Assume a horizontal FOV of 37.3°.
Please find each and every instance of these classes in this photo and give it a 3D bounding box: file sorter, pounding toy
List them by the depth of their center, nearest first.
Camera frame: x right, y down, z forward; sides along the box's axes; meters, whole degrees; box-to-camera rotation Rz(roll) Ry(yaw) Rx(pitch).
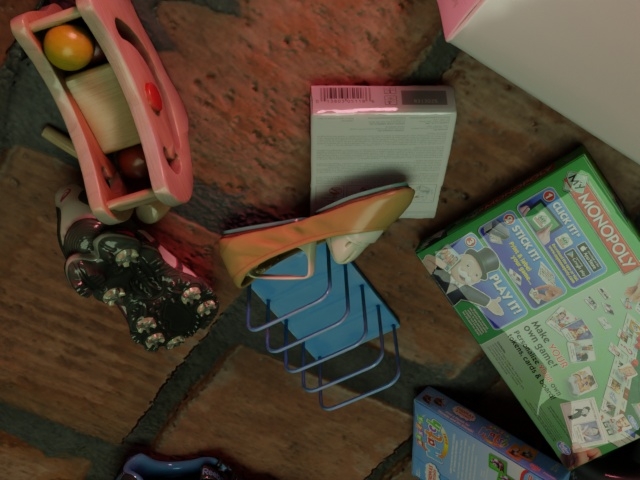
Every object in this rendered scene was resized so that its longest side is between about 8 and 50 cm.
[{"bbox_3d":[-0.216,-0.097,0.891,0.155,0.154,0.269,-16,128,11],"label":"pounding toy"},{"bbox_3d":[0.004,0.100,1.093,0.118,0.104,0.170,-25,126,19],"label":"file sorter"}]

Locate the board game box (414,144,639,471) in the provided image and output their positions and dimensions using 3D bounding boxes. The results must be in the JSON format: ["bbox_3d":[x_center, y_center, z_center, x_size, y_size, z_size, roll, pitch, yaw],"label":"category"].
[{"bbox_3d":[0.282,0.082,1.046,0.214,0.046,0.317,-32,100,21],"label":"board game box"}]

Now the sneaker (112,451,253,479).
[{"bbox_3d":[-0.124,0.376,1.307,0.341,0.125,0.139,7,124,-11],"label":"sneaker"}]

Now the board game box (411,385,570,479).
[{"bbox_3d":[0.212,0.299,1.224,0.211,0.039,0.160,28,139,31],"label":"board game box"}]

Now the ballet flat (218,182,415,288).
[{"bbox_3d":[0.000,0.000,1.012,0.232,0.073,0.080,-15,174,25],"label":"ballet flat"}]

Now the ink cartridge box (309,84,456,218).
[{"bbox_3d":[0.061,-0.089,0.992,0.146,0.045,0.179,0,148,-2],"label":"ink cartridge box"}]

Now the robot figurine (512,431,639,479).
[{"bbox_3d":[0.367,0.302,1.225,0.174,0.209,0.278,-28,138,-31],"label":"robot figurine"}]

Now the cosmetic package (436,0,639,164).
[{"bbox_3d":[0.281,-0.180,0.812,0.366,0.197,0.155,27,125,-20],"label":"cosmetic package"}]

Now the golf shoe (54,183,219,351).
[{"bbox_3d":[-0.197,0.031,1.042,0.105,0.120,0.273,-33,149,-2],"label":"golf shoe"}]
